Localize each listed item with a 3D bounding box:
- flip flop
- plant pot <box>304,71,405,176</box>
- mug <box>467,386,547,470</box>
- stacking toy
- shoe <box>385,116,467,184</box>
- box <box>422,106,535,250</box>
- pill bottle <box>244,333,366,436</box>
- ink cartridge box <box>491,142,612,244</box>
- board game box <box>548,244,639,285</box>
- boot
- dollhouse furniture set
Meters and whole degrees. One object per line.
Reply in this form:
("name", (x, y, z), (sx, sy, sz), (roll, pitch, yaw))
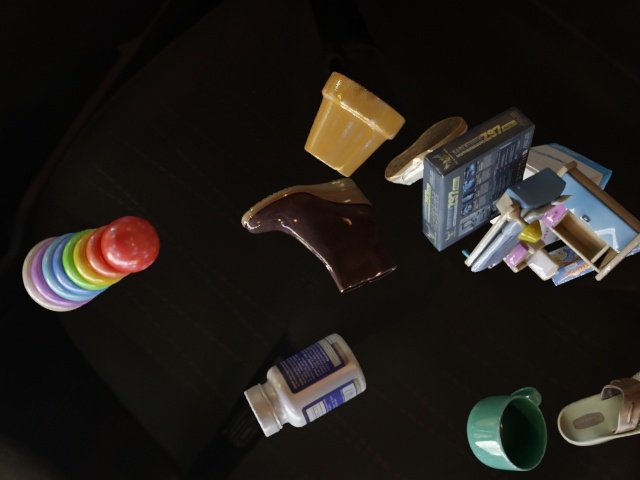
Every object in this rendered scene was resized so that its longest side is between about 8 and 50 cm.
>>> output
("flip flop", (0.562, 0.307, 1.195), (0.277, 0.080, 0.112), (-36, 45, 35))
("plant pot", (0.064, -0.262, 1.509), (0.205, 0.205, 0.188), (36, 98, 13))
("mug", (0.342, 0.347, 1.168), (0.097, 0.158, 0.129), (-21, 77, 52))
("stacking toy", (-0.380, 0.035, 1.091), (0.330, 0.141, 0.141), (-15, 85, 44))
("shoe", (0.219, -0.174, 1.277), (0.058, 0.076, 0.219), (31, 143, -21))
("box", (0.267, -0.100, 1.109), (0.183, 0.232, 0.059), (-30, 58, -10))
("pill bottle", (-0.028, 0.248, 1.081), (0.187, 0.112, 0.112), (-26, 82, -13))
("ink cartridge box", (0.529, -0.111, 1.507), (0.168, 0.233, 0.171), (40, 129, 35))
("board game box", (0.602, 0.023, 1.398), (0.201, 0.136, 0.035), (-27, 97, 22))
("boot", (0.000, 0.000, 1.176), (0.248, 0.090, 0.206), (-17, 72, -18))
("dollhouse furniture set", (0.414, 0.031, 1.200), (0.198, 0.303, 0.286), (48, 137, 21))
